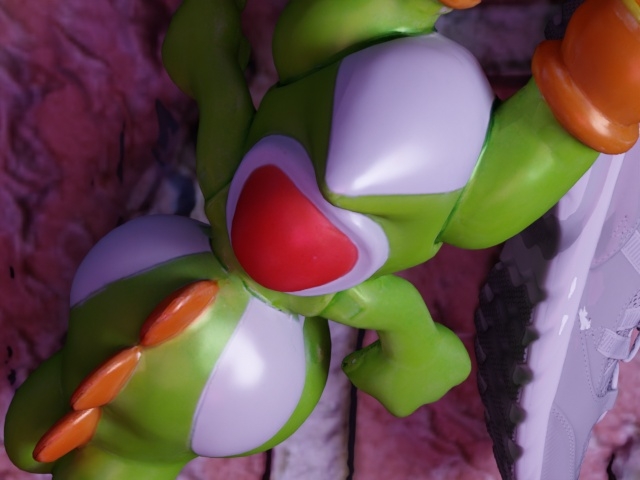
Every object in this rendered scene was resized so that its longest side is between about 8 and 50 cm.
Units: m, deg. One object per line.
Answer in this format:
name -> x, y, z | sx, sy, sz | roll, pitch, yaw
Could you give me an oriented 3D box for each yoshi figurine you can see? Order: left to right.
yoshi figurine -> 0.001, -0.012, 0.835 | 0.362, 0.203, 0.203 | -44, 134, 19

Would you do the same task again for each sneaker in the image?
sneaker -> 0.152, 0.021, 0.906 | 0.115, 0.105, 0.281 | 5, 117, -11
